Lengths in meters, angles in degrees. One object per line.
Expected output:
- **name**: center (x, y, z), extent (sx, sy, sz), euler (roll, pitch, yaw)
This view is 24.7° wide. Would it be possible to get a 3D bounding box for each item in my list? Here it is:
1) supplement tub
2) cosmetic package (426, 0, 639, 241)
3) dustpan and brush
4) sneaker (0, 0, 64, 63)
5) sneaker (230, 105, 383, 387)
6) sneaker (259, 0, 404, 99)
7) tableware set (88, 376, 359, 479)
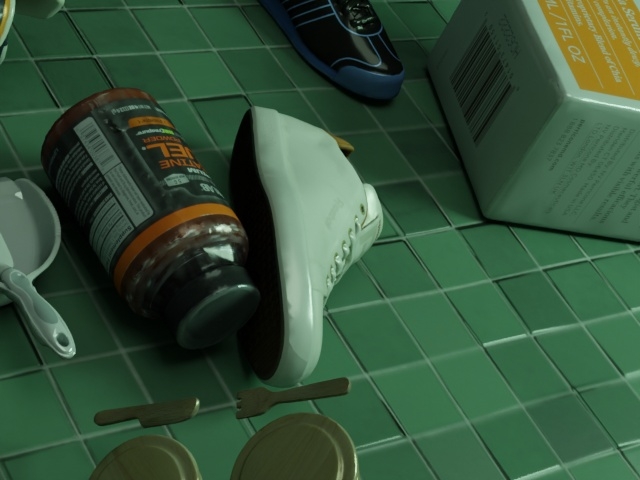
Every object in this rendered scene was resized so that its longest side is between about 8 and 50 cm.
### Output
- **supplement tub**: center (-0.122, -0.014, 1.091), extent (0.106, 0.106, 0.198), euler (-12, 55, -39)
- **cosmetic package**: center (0.357, -0.122, 1.451), extent (0.453, 0.161, 0.230), euler (8, 44, -25)
- **dustpan and brush**: center (-0.229, 0.017, 1.026), extent (0.147, 0.060, 0.211), euler (-11, 54, -39)
- **sneaker**: center (-0.321, -0.156, 1.101), extent (0.127, 0.126, 0.321), euler (52, 54, -9)
- **sneaker**: center (0.000, 0.000, 1.147), extent (0.123, 0.106, 0.290), euler (13, 41, -16)
- **sneaker**: center (0.006, -0.238, 1.416), extent (0.081, 0.090, 0.232), euler (-23, 61, -44)
- **tableware set**: center (-0.060, 0.161, 0.910), extent (0.039, 0.194, 0.128), euler (50, 37, -49)
